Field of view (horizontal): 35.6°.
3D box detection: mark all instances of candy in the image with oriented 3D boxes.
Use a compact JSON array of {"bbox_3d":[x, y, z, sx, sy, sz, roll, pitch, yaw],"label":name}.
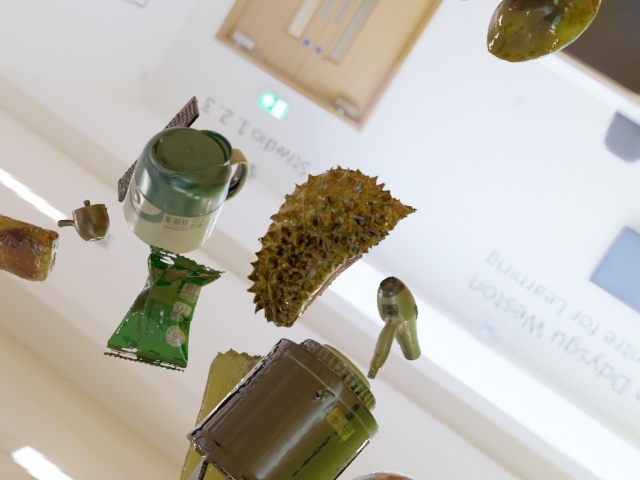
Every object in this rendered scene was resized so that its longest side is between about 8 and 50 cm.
[{"bbox_3d":[-0.261,0.111,1.649,0.141,0.203,0.078,8,156,26],"label":"candy"}]

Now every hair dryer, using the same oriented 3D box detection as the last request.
[{"bbox_3d":[0.161,0.213,2.075,0.088,0.224,0.219,0,154,26],"label":"hair dryer"}]

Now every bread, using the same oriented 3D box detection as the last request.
[{"bbox_3d":[-0.701,-0.005,2.144,0.271,0.139,0.077,19,-152,1],"label":"bread"},{"bbox_3d":[-0.154,0.447,2.238,0.233,0.361,0.245,5,159,16],"label":"bread"}]

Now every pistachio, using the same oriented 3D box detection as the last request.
[{"bbox_3d":[0.327,-0.326,1.449,0.110,0.189,0.100,64,-168,20],"label":"pistachio"}]

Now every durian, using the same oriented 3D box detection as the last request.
[{"bbox_3d":[-0.001,0.000,1.739,0.191,0.341,0.112,49,177,-19],"label":"durian"}]

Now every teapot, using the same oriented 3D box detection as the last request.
[{"bbox_3d":[-0.456,-0.034,1.935,0.085,0.110,0.080,-6,-101,-64],"label":"teapot"}]

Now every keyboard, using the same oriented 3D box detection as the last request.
[{"bbox_3d":[-0.397,-0.222,2.421,0.018,0.310,0.101,34,-156,-30],"label":"keyboard"}]

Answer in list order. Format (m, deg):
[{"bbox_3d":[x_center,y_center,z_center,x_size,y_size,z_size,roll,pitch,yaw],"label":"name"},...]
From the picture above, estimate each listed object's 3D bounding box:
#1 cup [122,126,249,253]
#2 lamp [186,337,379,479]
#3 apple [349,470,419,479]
[{"bbox_3d":[-0.299,-0.129,2.305,0.290,0.257,0.219,-15,-119,-33],"label":"cup"},{"bbox_3d":[-0.046,0.277,1.451,0.205,0.272,0.374,46,-177,-9],"label":"lamp"},{"bbox_3d":[0.099,0.598,1.908,0.269,0.344,0.345,34,-169,9],"label":"apple"}]
